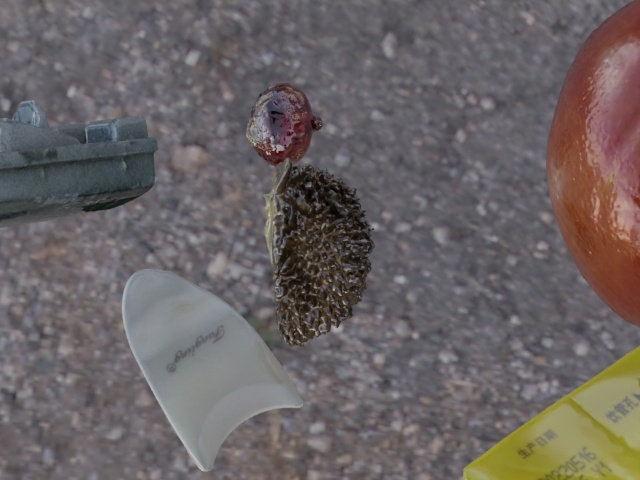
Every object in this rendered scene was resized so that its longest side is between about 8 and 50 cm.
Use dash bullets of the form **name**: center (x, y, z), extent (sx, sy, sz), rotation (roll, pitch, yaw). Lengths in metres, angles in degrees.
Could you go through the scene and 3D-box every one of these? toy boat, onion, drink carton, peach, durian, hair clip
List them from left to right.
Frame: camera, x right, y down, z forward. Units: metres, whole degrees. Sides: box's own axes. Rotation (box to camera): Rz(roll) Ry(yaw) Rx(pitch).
- **toy boat**: center (-0.254, -0.052, 1.038), extent (0.141, 0.319, 0.092), rotation (-4, 95, 30)
- **hair clip**: center (-0.173, 0.158, 1.984), extent (0.172, 0.113, 0.282), rotation (-33, 52, -13)
- **onion**: center (-0.045, -0.145, 1.784), extent (0.097, 0.107, 0.107), rotation (3, 76, -10)
- **durian**: center (0.000, 0.000, 1.206), extent (0.091, 0.188, 0.148), rotation (-7, 43, 10)
- **drink carton**: center (0.165, 0.243, 0.876), extent (0.155, 0.351, 0.111), rotation (-29, 50, -26)
- **peach**: center (0.384, -0.074, 1.392), extent (0.373, 0.290, 0.372), rotation (-22, 51, 30)
